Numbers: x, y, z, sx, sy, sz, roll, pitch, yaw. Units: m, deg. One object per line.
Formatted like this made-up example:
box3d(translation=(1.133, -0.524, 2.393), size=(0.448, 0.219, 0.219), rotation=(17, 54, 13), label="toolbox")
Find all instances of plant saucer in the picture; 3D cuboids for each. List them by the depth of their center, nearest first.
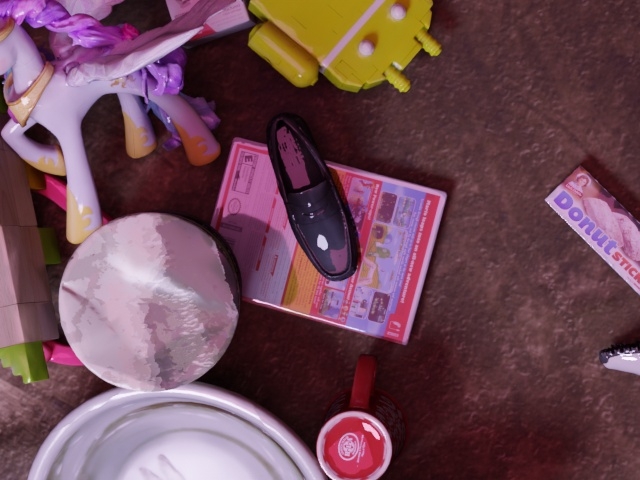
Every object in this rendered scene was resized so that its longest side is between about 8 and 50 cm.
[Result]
box3d(translation=(-0.168, 0.346, 1.889), size=(0.400, 0.100, 0.400), rotation=(2, 107, 8), label="plant saucer")

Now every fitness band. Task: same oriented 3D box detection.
box3d(translation=(-0.354, 0.037, 1.957), size=(0.291, 0.054, 0.209), rotation=(39, 92, 3), label="fitness band")

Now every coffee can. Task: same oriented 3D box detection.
box3d(translation=(-0.195, 0.065, 1.786), size=(0.201, 0.275, 0.201), rotation=(0, 92, -3), label="coffee can")

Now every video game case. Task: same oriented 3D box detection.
box3d(translation=(0.000, 0.000, 1.928), size=(0.285, 0.025, 0.204), rotation=(15, 92, 6), label="video game case")

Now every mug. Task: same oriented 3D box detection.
box3d(translation=(0.041, 0.228, 1.856), size=(0.113, 0.169, 0.150), rotation=(-23, 89, 7), label="mug")

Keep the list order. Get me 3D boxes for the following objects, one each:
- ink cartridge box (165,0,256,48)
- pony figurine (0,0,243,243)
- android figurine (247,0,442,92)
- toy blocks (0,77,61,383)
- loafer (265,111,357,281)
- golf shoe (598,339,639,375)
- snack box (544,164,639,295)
box3d(translation=(-0.152, -0.326, 1.922), size=(0.099, 0.056, 0.135), rotation=(-19, 90, 7), label="ink cartridge box")
box3d(translation=(-0.260, -0.210, 1.788), size=(0.351, 0.363, 0.303), rotation=(-32, 46, -3), label="pony figurine")
box3d(translation=(0.027, -0.300, 1.882), size=(0.273, 0.056, 0.248), rotation=(42, 81, 0), label="android figurine")
box3d(translation=(-0.489, 0.011, 1.871), size=(0.261, 0.191, 0.381), rotation=(-13, 87, 16), label="toy blocks")
box3d(translation=(-0.015, -0.053, 1.876), size=(0.076, 0.078, 0.223), rotation=(-21, 89, 6), label="loafer")
box3d(translation=(0.443, 0.171, 1.859), size=(0.198, 0.077, 0.094), rotation=(4, 92, 7), label="golf shoe")
box3d(translation=(0.367, -0.010, 1.890), size=(0.178, 0.022, 0.064), rotation=(45, 96, 3), label="snack box")
